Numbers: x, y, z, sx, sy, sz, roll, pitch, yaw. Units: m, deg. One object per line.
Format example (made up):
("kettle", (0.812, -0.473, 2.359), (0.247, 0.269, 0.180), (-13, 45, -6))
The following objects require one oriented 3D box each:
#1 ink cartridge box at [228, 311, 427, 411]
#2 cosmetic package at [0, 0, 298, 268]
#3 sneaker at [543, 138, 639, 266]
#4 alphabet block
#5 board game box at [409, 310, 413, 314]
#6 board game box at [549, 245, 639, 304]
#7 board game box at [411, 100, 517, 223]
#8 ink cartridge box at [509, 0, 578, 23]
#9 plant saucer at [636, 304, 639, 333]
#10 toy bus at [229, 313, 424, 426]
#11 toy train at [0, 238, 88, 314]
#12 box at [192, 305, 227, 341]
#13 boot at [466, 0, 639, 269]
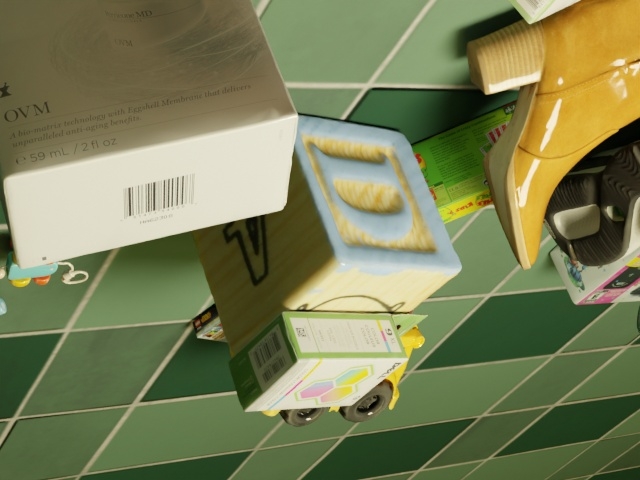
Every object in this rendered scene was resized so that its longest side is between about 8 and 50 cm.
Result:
("ink cartridge box", (0.019, 0.129, 1.457), (0.209, 0.062, 0.109), (3, 145, -40))
("cosmetic package", (-0.161, -0.127, 1.081), (0.224, 0.224, 0.138), (-14, 151, -15))
("sneaker", (0.461, -0.096, 1.577), (0.257, 0.169, 0.447), (-33, -169, -20))
("alphabet block", (0.000, 0.000, 1.486), (0.192, 0.193, 0.197), (6, 144, -40))
("board game box", (0.060, 0.124, 1.960), (0.145, 0.027, 0.281), (-15, 154, -14))
("board game box", (0.512, -0.025, 1.928), (0.224, 0.097, 0.303), (-2, 148, -36))
("board game box", (0.166, -0.082, 1.561), (0.181, 0.092, 0.043), (-22, 154, 4))
("ink cartridge box", (0.292, -0.301, 1.278), (0.235, 0.056, 0.171), (-30, 167, -44))
("plant saucer", (0.568, 0.073, 2.129), (0.195, 0.037, 0.195), (-40, -166, 12))
("toy bus", (0.023, 0.121, 1.751), (0.220, 0.149, 0.211), (0, 134, -34))
("toy train", (-0.346, 0.041, 1.482), (0.166, 0.046, 0.125), (-23, 156, 12))
("box", (-0.089, 0.090, 1.781), (0.137, 0.027, 0.094), (-35, 150, 27))
("boot", (0.281, -0.117, 1.448), (0.211, 0.104, 0.295), (-16, 120, -4))
